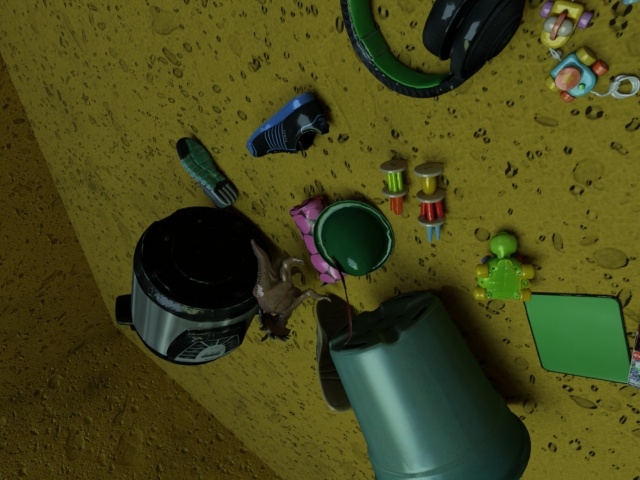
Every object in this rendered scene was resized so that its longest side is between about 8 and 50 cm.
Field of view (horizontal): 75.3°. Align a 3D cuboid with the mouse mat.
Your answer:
[{"bbox_3d":[0.457,0.173,0.741,0.152,0.007,0.190,-3,117,45],"label":"mouse mat"}]

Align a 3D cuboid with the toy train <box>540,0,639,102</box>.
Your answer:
[{"bbox_3d":[0.327,-0.244,0.494,0.125,0.046,0.166,9,126,40],"label":"toy train"}]

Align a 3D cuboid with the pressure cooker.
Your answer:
[{"bbox_3d":[-0.354,0.156,1.220,0.369,0.375,0.420,34,135,2],"label":"pressure cooker"}]

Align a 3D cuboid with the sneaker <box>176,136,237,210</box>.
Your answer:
[{"bbox_3d":[-0.331,-0.178,1.162,0.224,0.083,0.098,53,147,-5],"label":"sneaker"}]

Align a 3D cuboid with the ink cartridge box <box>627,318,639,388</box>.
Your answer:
[{"bbox_3d":[0.505,0.169,0.645,0.029,0.063,0.115,12,128,39],"label":"ink cartridge box"}]

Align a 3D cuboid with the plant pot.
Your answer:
[{"bbox_3d":[0.200,0.309,0.871,0.341,0.341,0.334,-21,97,50],"label":"plant pot"}]

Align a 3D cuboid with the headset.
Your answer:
[{"bbox_3d":[0.182,-0.345,0.517,0.243,0.185,0.394,54,157,-12],"label":"headset"}]

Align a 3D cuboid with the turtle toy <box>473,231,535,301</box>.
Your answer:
[{"bbox_3d":[0.318,0.049,0.725,0.095,0.066,0.130,1,121,17],"label":"turtle toy"}]

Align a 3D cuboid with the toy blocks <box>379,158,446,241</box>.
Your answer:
[{"bbox_3d":[0.174,-0.071,0.778,0.123,0.054,0.148,14,130,36],"label":"toy blocks"}]

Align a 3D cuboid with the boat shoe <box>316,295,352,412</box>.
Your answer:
[{"bbox_3d":[0.039,0.292,1.064,0.109,0.302,0.098,-4,140,-7],"label":"boat shoe"}]

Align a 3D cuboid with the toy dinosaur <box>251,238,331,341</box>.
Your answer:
[{"bbox_3d":[-0.111,0.142,1.028,0.127,0.200,0.296,33,160,46],"label":"toy dinosaur"}]

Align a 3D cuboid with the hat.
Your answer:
[{"bbox_3d":[0.062,0.044,0.833,0.173,0.183,0.208,-35,104,24],"label":"hat"}]

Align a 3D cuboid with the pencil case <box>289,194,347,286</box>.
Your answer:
[{"bbox_3d":[0.000,0.000,0.977,0.098,0.095,0.209,-3,116,46],"label":"pencil case"}]

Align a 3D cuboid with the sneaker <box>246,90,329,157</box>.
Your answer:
[{"bbox_3d":[-0.074,-0.216,0.879,0.232,0.081,0.090,-24,95,49],"label":"sneaker"}]
